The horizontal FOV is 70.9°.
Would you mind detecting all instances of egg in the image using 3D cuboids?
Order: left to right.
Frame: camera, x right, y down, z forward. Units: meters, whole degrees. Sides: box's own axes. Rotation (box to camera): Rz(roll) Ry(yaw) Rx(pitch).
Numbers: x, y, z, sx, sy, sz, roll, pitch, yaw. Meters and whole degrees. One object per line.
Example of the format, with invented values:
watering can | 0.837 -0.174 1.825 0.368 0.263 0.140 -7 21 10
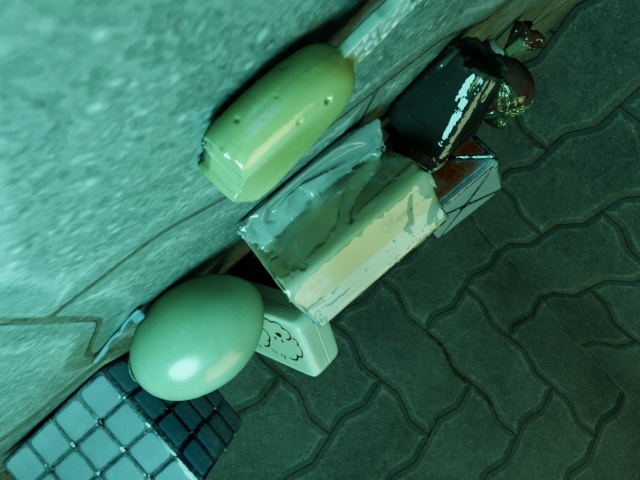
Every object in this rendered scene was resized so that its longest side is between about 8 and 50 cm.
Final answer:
egg | -0.204 0.159 0.774 0.253 0.186 0.186 -36 176 -31

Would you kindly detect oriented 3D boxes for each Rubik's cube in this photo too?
Rubik's cube | -0.455 0.492 1.119 0.344 0.344 0.337 -42 179 5
Rubik's cube | 0.315 -0.185 1.231 0.255 0.259 0.260 -39 158 11

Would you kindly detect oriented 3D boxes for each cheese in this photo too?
cheese | 0.002 -0.128 0.355 0.255 0.050 0.127 -43 176 14

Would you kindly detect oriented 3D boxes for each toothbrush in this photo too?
toothbrush | -0.342 0.164 0.750 0.193 0.019 0.013 -40 179 31

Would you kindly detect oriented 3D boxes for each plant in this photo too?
plant | 0.218 -0.236 0.817 0.164 0.142 0.256 -40 167 -36

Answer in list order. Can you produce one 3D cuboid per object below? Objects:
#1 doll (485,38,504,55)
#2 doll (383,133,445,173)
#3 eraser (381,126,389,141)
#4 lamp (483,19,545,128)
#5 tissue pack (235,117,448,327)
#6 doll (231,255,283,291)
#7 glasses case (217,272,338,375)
doll | 0.353 -0.393 1.071 0.161 0.059 0.160 -42 177 15
doll | 0.198 -0.217 1.045 0.340 0.158 0.245 -45 -148 23
eraser | 0.112 -0.206 0.897 0.019 0.038 0.083 -46 179 -3
lamp | 0.462 -0.406 1.133 0.151 0.223 0.215 -19 179 -26
tissue pack | 0.022 -0.048 0.784 0.306 0.238 0.238 -40 178 -3
doll | -0.179 0.161 1.202 0.322 0.198 0.186 -38 180 6
glasses case | -0.121 0.168 0.948 0.337 0.143 0.076 9 -142 43
